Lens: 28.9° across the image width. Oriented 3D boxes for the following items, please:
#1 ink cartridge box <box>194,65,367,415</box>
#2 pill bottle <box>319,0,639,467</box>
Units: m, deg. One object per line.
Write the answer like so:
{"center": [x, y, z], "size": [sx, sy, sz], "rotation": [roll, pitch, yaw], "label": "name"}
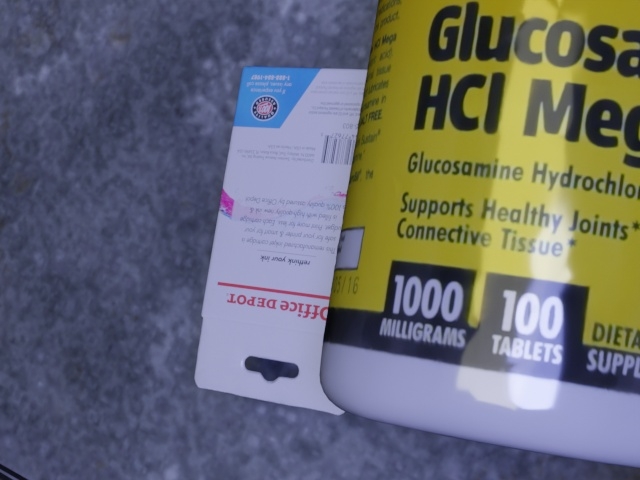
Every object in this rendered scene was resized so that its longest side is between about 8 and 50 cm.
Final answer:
{"center": [0.000, 0.000, 0.683], "size": [0.104, 0.061, 0.181], "rotation": [7, 84, 32], "label": "ink cartridge box"}
{"center": [0.114, -0.073, 0.577], "size": [0.188, 0.188, 0.334], "rotation": [7, 85, 25], "label": "pill bottle"}
